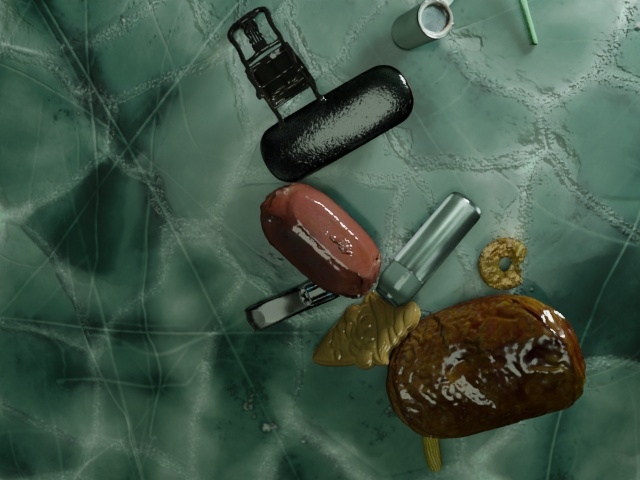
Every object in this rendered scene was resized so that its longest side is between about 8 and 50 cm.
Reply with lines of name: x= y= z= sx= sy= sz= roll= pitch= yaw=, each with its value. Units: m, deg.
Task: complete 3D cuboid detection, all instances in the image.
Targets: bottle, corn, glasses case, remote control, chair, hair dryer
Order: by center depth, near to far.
hair dryer: x=0.234 y=-0.468 z=1.454 sx=0.073 sy=0.131 sz=0.236 roll=38 pitch=82 yaw=-17
chair: x=-0.090 y=-0.341 z=1.505 sx=0.106 sy=0.113 sz=0.229 roll=-31 pitch=50 yaw=8
glasses case: x=0.031 y=-0.227 z=1.516 sx=0.321 sy=0.082 sz=0.122 roll=-29 pitch=89 yaw=12
bottle: x=0.212 y=0.022 z=1.518 sx=0.254 sy=0.096 sz=0.079 roll=-49 pitch=49 yaw=-4
remote control: x=-0.057 y=0.129 z=1.611 sx=0.212 sy=0.028 sz=0.059 roll=-25 pitch=97 yaw=9
corn: x=0.236 y=0.441 z=1.626 sx=0.037 sy=0.037 sz=0.092 roll=-11 pitch=98 yaw=8

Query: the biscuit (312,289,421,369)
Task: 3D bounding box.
biscuit: x=0.088 y=0.190 z=1.564 sx=0.250 sy=0.162 sz=0.035 roll=-31 pitch=140 yaw=18

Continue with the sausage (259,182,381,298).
sausage: x=0.000 y=0.000 z=1.525 sx=0.279 sy=0.152 sz=0.152 roll=43 pitch=101 yaw=0

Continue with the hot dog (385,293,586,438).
hot dog: x=0.319 y=0.257 z=1.524 sx=0.387 sy=0.174 sz=0.267 roll=-20 pitch=95 yaw=21

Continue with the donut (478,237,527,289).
donut: x=0.362 y=0.042 z=1.545 sx=0.097 sy=0.043 sz=0.108 roll=13 pitch=101 yaw=3

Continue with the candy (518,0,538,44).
candy: x=0.359 y=-0.530 z=1.448 sx=0.092 sy=0.093 sz=0.336 roll=-2 pitch=114 yaw=50
